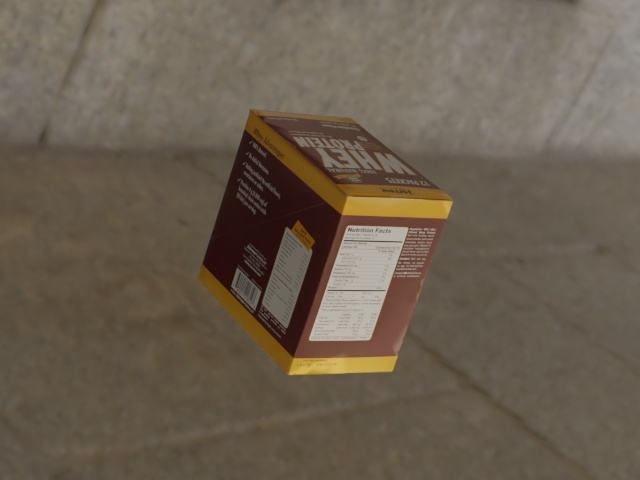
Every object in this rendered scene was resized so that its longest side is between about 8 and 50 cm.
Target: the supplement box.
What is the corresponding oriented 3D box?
[{"bbox_3d":[0.000,0.000,1.627,0.129,0.194,0.191,2,27,-36],"label":"supplement box"}]
